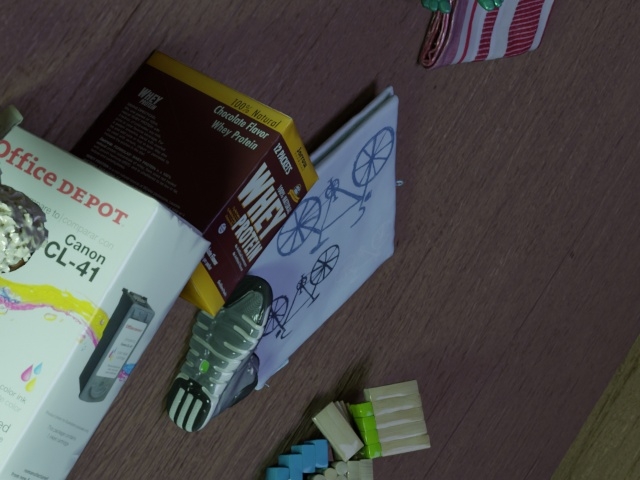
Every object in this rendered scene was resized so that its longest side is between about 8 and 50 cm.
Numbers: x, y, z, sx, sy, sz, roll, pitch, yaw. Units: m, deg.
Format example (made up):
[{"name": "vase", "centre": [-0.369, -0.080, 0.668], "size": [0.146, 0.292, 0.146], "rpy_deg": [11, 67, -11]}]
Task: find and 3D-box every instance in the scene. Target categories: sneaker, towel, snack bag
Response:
[{"name": "sneaker", "centre": [-0.109, 0.134, 2.271], "size": [0.228, 0.086, 0.132], "rpy_deg": [-59, 159, 19]}, {"name": "towel", "centre": [0.265, -0.359, 2.482], "size": [0.329, 0.037, 0.237], "rpy_deg": [-16, 130, -55]}, {"name": "snack bag", "centre": [0.000, 0.000, 2.368], "size": [0.323, 0.037, 0.342], "rpy_deg": [-45, 152, -28]}]

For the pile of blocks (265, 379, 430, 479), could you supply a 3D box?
[{"name": "pile of blocks", "centre": [-0.001, 0.331, 2.641], "size": [0.362, 0.149, 0.112], "rpy_deg": [-36, -172, -25]}]

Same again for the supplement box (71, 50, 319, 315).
[{"name": "supplement box", "centre": [-0.143, -0.062, 1.884], "size": [0.194, 0.191, 0.129], "rpy_deg": [-53, 153, -16]}]

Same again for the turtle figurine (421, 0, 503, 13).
[{"name": "turtle figurine", "centre": [0.203, -0.393, 2.232], "size": [0.234, 0.175, 0.118], "rpy_deg": [106, -11, -48]}]

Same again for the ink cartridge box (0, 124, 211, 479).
[{"name": "ink cartridge box", "centre": [-0.289, 0.065, 1.716], "size": [0.306, 0.226, 0.131], "rpy_deg": [-60, 155, -5]}]

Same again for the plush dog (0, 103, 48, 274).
[{"name": "plush dog", "centre": [-0.376, -0.075, 1.481], "size": [0.225, 0.262, 0.210], "rpy_deg": [42, 45, -72]}]
